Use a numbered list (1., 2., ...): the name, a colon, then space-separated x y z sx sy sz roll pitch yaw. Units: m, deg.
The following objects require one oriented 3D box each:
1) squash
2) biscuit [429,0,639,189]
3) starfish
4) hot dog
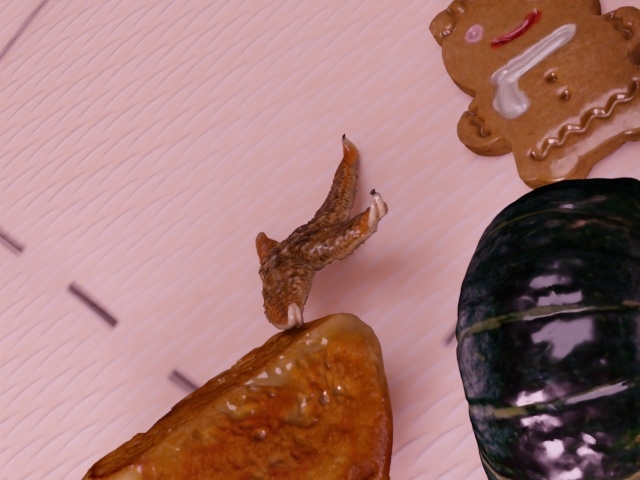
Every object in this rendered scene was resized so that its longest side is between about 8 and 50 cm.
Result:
1. squash: 0.187 0.081 1.037 0.165 0.252 0.252 -6 59 24
2. biscuit: 0.185 -0.151 1.326 0.184 0.035 0.249 -33 49 11
3. starfish: 0.003 0.000 1.290 0.138 0.050 0.247 -47 18 7
4. hot dog: -0.045 0.178 1.176 0.257 0.153 0.150 -35 9 -28
